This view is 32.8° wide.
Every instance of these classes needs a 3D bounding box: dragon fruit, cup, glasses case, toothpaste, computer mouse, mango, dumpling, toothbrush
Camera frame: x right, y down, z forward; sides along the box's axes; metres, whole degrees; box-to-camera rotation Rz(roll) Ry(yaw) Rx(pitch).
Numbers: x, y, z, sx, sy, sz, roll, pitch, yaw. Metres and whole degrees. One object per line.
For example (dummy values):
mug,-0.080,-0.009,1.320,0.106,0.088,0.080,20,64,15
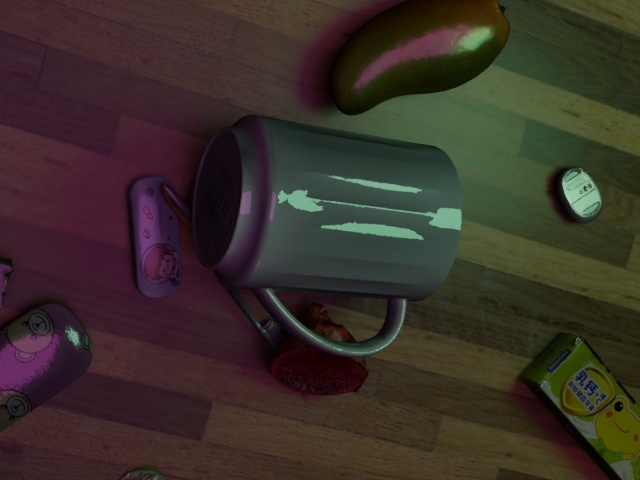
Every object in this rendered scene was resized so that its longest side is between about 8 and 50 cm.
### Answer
dragon fruit,0.006,0.158,1.649,0.153,0.153,0.111,21,55,-17
cup,0.000,0.000,1.532,0.326,0.237,0.323,6,86,-26
glasses case,-0.468,0.207,1.521,0.316,0.076,0.123,-34,103,-11
toothpaste,0.477,0.303,1.808,0.110,0.077,0.327,-44,105,-6
computer mouse,0.421,-0.074,1.778,0.066,0.039,0.096,-31,95,-12
mango,0.143,-0.288,1.629,0.289,0.129,0.146,-16,109,-10
dumpling,-0.261,0.371,1.608,0.052,0.076,0.057,1,99,-40
toothbrush,-0.144,0.044,1.610,0.031,0.023,0.321,-43,114,-17
glasses case,-0.241,-0.005,1.584,0.067,0.045,0.179,-6,96,-23

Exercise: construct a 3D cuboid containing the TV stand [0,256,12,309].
TV stand,-0.562,0.038,1.478,0.269,0.083,0.088,13,90,-18
